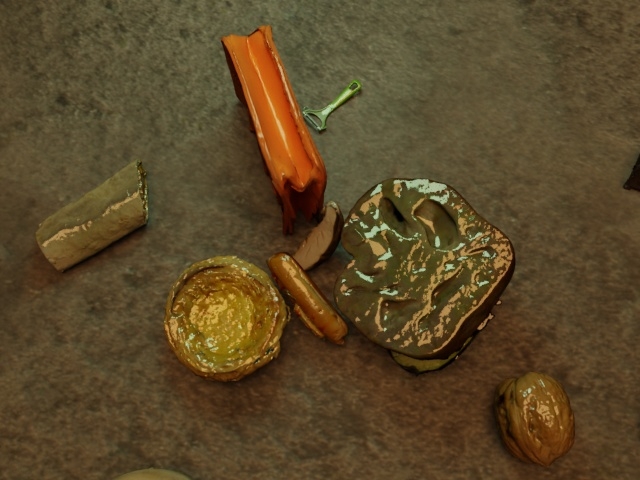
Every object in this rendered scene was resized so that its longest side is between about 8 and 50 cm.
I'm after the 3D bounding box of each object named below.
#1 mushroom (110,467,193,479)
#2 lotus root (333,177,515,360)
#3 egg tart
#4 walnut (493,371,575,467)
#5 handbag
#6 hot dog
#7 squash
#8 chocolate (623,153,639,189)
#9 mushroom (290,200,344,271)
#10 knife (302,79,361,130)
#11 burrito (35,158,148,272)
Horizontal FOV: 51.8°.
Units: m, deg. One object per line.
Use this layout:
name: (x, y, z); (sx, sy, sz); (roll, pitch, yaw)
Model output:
mushroom: (-0.335, 0.569, 1.212); (0.293, 0.290, 0.292); (1, 72, -2)
lotus root: (0.213, 0.055, 1.377); (0.375, 0.111, 0.390); (-8, 70, 15)
egg tart: (-0.199, 0.172, 1.444); (0.291, 0.107, 0.290); (-2, 73, 6)
walnut: (0.432, 0.362, 1.329); (0.155, 0.155, 0.184); (-7, 70, 0)
handbag: (-0.098, -0.243, 1.478); (0.116, 0.303, 0.410); (-18, 73, -5)
hot dog: (-0.029, 0.132, 1.428); (0.076, 0.104, 0.250); (-37, 93, -10)
squash: (0.235, 0.198, 1.438); (0.184, 0.085, 0.192); (-49, 60, 13)
chocolate: (0.873, -0.138, 1.507); (0.321, 0.112, 0.112); (22, 65, 10)
mushroom: (0.002, 0.001, 1.469); (0.072, 0.094, 0.209); (42, 117, 10)
knife: (0.034, -0.346, 1.652); (0.166, 0.022, 0.078); (-41, 81, -9)
burrito: (-0.514, -0.060, 1.535); (0.299, 0.105, 0.143); (-34, 69, -7)
